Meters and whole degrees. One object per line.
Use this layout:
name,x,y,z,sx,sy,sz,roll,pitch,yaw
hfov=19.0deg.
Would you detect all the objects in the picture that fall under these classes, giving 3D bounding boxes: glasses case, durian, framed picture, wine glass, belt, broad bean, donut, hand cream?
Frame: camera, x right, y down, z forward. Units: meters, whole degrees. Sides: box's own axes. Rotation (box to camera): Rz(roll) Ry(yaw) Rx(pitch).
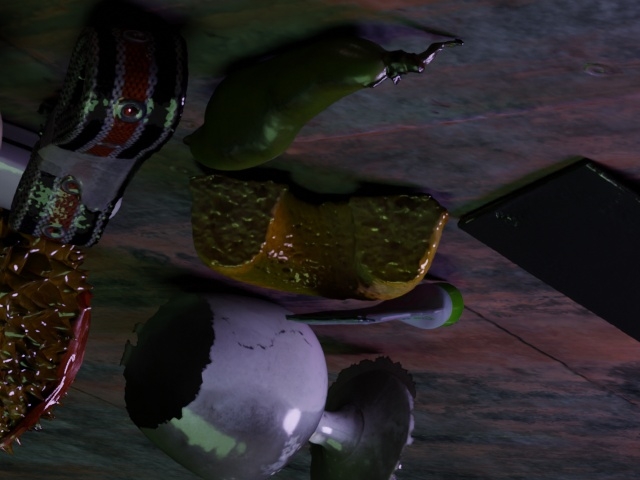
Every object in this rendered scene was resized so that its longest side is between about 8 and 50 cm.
glasses case,-0.306,-0.072,1.889,0.233,0.059,0.092,19,148,-25
durian,-0.412,0.077,2.053,0.347,0.348,0.384,7,133,17
framed picture,0.311,0.040,1.783,0.324,0.013,0.244,31,158,-14
wine glass,-0.064,0.190,2.285,0.323,0.238,0.238,29,156,-35
belt,-0.195,-0.090,1.664,0.094,0.126,0.359,15,162,-13
broad bean,-0.023,-0.116,1.558,0.075,0.067,0.325,39,149,-22
donut,0.006,0.001,1.877,0.259,0.101,0.152,4,167,13
hand cream,0.069,0.072,1.942,0.079,0.050,0.275,-30,168,26

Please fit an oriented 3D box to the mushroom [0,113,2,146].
mushroom,-0.427,-0.079,1.642,0.315,0.315,0.356,10,150,7
